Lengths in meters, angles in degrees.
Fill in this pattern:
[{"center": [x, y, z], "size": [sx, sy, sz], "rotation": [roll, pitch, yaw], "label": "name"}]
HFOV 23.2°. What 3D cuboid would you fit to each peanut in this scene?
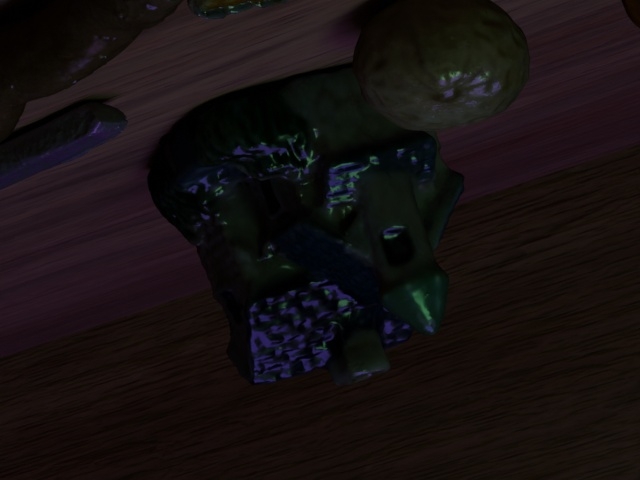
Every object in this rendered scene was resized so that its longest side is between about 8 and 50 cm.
[{"center": [0.096, -0.143, 1.250], "size": [0.141, 0.109, 0.159], "rotation": [-19, 175, 9], "label": "peanut"}]

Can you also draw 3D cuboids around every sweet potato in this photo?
[{"center": [-0.170, -0.120, 0.973], "size": [0.067, 0.059, 0.281], "rotation": [-27, -178, -43], "label": "sweet potato"}]

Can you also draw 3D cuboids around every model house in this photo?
[{"center": [0.002, -0.001, 1.516], "size": [0.243, 0.284, 0.298], "rotation": [-20, 175, -21], "label": "model house"}]

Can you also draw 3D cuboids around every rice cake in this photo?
[{"center": [-0.250, -0.069, 1.297], "size": [0.207, 0.036, 0.047], "rotation": [-20, -177, 25], "label": "rice cake"}]

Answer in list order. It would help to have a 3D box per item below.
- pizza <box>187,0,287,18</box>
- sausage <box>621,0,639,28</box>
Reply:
[{"center": [0.020, -0.191, 0.983], "size": [0.185, 0.036, 0.176], "rotation": [-24, 172, 37], "label": "pizza"}, {"center": [0.337, -0.225, 1.139], "size": [0.258, 0.133, 0.133], "rotation": [-25, 171, 28], "label": "sausage"}]
